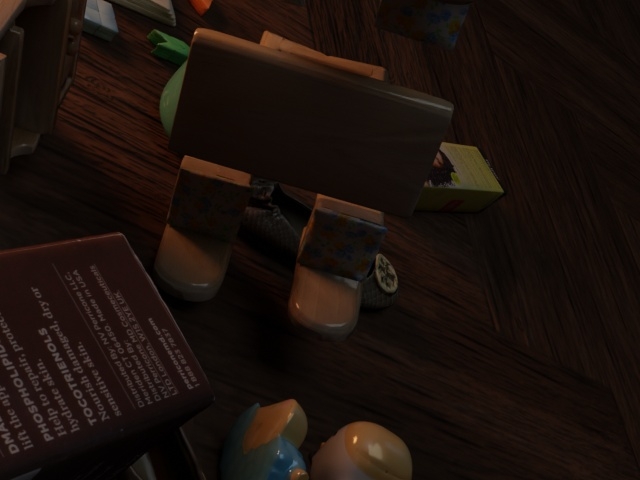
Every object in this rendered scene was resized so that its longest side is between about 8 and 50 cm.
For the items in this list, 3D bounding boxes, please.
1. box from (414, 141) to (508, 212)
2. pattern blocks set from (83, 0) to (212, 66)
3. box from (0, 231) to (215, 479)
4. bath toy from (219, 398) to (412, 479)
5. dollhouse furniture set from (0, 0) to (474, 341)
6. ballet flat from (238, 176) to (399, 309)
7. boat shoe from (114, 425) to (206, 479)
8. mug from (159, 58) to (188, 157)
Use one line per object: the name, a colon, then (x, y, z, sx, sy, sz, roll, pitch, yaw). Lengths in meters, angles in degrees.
box: (0.161, -0.086, 1.493, 0.232, 0.058, 0.087, -1, 57, -54)
pattern blocks set: (-0.236, -0.341, 1.282, 0.285, 0.026, 0.325, 6, 52, -50)
box: (-0.254, 0.117, 0.592, 0.381, 0.191, 0.143, -10, 65, -56)
bath toy: (0.073, 0.263, 0.941, 0.348, 0.151, 0.129, 36, -10, -21)
dollhouse furniture set: (-0.099, -0.096, 0.893, 0.394, 0.362, 0.256, 16, 38, -5)
ballet flat: (0.000, 0.000, 1.185, 0.250, 0.058, 0.084, 33, 35, -27)
boat shoe: (-0.142, 0.117, 0.807, 0.095, 0.095, 0.257, -13, 73, -55)
mug: (-0.094, -0.122, 1.158, 0.158, 0.097, 0.129, 44, 30, -12)
